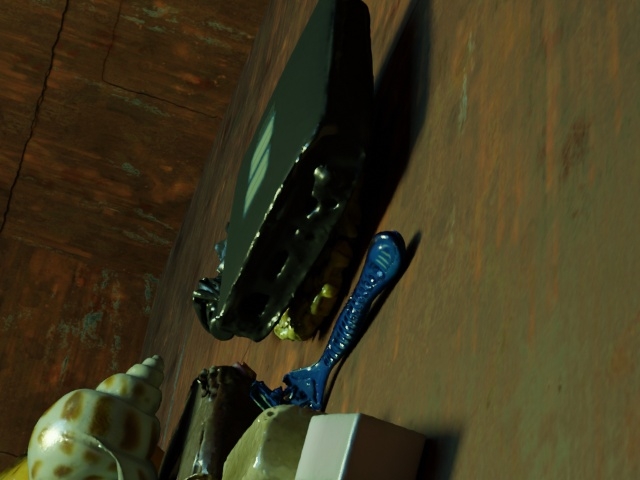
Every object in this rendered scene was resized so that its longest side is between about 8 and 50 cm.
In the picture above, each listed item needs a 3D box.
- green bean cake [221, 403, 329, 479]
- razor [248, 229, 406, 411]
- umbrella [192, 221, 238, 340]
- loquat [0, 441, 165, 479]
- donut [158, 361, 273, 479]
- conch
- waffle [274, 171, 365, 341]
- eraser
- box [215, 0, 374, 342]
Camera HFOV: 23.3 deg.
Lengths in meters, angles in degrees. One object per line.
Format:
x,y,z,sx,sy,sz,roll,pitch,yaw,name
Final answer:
-0.029,0.229,1.497,0.179,0.109,0.085,122,164,-57,green bean cake
0.022,0.092,1.635,0.056,0.093,0.324,-32,-20,-45,razor
-0.110,0.063,2.238,0.110,0.122,0.272,-44,13,23,umbrella
-0.360,0.462,2.475,0.328,0.359,0.328,-35,-5,-4,loquat
-0.129,0.298,1.892,0.259,0.136,0.345,-82,13,-51,donut
-0.266,0.269,1.888,0.148,0.182,0.275,2,-72,-65,conch
0.002,0.001,1.900,0.245,0.052,0.254,131,154,-60,waffle
-0.011,0.343,1.276,0.213,0.082,0.397,147,139,-75,eraser
-0.030,-0.096,1.866,0.350,0.091,0.359,-86,21,-51,box
